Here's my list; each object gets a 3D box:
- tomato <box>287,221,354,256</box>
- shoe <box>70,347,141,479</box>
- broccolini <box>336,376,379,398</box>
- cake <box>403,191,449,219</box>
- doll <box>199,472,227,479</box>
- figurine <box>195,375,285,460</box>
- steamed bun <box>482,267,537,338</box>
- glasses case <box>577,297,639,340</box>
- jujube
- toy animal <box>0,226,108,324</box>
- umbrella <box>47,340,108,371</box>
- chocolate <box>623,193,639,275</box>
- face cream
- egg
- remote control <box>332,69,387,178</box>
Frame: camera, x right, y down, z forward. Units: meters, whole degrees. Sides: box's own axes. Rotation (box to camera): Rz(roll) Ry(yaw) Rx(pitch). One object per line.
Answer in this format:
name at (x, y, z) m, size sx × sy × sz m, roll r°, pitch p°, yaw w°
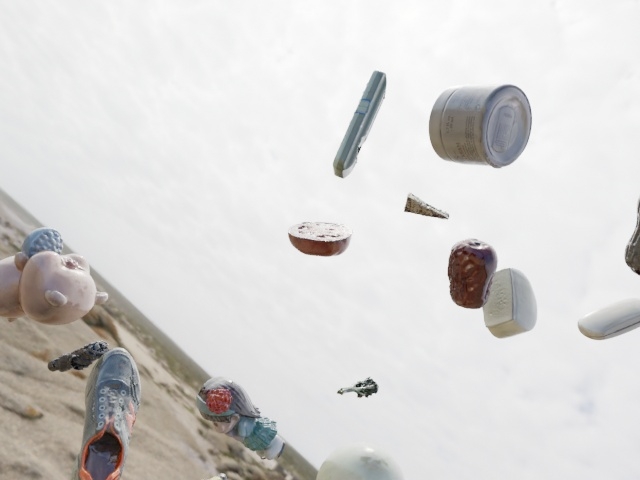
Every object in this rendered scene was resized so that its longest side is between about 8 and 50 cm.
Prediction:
tomato at (-0.001, 0.002, 1.741) m, size 0.225 × 0.225 × 0.085 m, roll 23°, pitch -65°, yaw 45°
shoe at (-0.271, 0.231, 0.686) m, size 0.074 × 0.194 × 0.077 m, roll 14°, pitch -31°, yaw -23°
broccolini at (0.101, 0.447, 1.548) m, size 0.201 × 0.074 × 0.058 m, roll 4°, pitch 56°, yaw -60°
cake at (0.307, -0.086, 1.551) m, size 0.140 × 0.051 × 0.055 m, roll 29°, pitch -65°, yaw 6°
doll at (-0.210, 0.410, 0.781) m, size 0.086 × 0.117 × 0.291 m, roll 22°, pitch -9°, yaw 22°
figurine at (-0.177, 0.407, 1.205) m, size 0.138 × 0.110 × 0.245 m, roll -12°, pitch -54°, yaw 50°
steamed bun at (0.680, 0.233, 1.898) m, size 0.164 × 0.242 × 0.146 m, roll 29°, pitch -38°, yaw -30°
glasses case at (0.734, 0.193, 1.308) m, size 0.081 × 0.204 × 0.051 m, roll -131°, pitch -155°, yaw -65°
jujube at (0.485, 0.109, 1.701) m, size 0.155 × 0.155 × 0.230 m, roll 18°, pitch -72°, yaw 50°
toy animal at (-0.674, 0.113, 1.260) m, size 0.229 × 0.221 × 0.210 m, roll 55°, pitch 3°, yaw 4°
umbrella at (-0.754, 0.368, 1.624) m, size 0.080 × 0.224 × 0.071 m, roll 21°, pitch 53°, yaw -61°
chocolate at (0.751, -0.031, 1.180) m, size 0.110 × 0.110 × 0.248 m, roll 24°, pitch -69°, yaw 43°
face cream at (0.351, -0.253, 1.162) m, size 0.153 × 0.177 × 0.177 m, roll 21°, pitch -29°, yaw 54°
egg at (0.126, 0.766, 1.630) m, size 0.283 × 0.283 × 0.345 m, roll 37°, pitch -33°, yaw 19°
remote control at (0.125, -0.353, 1.624) m, size 0.065 × 0.335 × 0.128 m, roll 23°, pitch -7°, yaw 5°
